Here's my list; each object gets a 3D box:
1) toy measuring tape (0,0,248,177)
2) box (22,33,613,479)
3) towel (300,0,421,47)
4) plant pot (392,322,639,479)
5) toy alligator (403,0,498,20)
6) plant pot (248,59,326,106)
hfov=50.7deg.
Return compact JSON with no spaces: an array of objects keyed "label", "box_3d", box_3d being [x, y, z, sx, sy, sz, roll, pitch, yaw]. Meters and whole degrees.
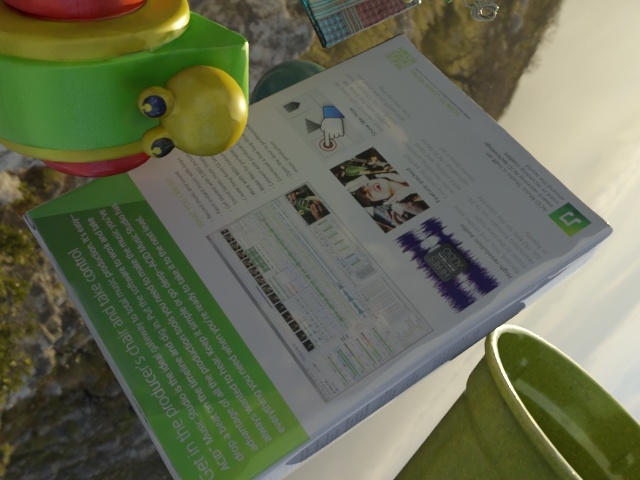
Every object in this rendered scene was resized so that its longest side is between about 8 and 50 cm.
[{"label":"toy measuring tape","box_3d":[-0.167,-0.121,0.378,0.121,0.330,0.121,-34,142,-32]},{"label":"box","box_3d":[0.000,0.000,0.464,0.322,0.232,0.058,-29,153,-20]},{"label":"towel","box_3d":[0.036,-0.629,1.436,0.271,0.370,0.040,-30,-170,-15]},{"label":"plant pot","box_3d":[0.183,0.267,0.659,0.254,0.276,0.276,-50,163,20]},{"label":"toy alligator","box_3d":[0.098,-0.268,0.663,0.189,0.051,0.056,13,141,-33]},{"label":"plant pot","box_3d":[-0.050,-0.303,1.679,0.293,0.235,0.293,-12,147,-8]}]
